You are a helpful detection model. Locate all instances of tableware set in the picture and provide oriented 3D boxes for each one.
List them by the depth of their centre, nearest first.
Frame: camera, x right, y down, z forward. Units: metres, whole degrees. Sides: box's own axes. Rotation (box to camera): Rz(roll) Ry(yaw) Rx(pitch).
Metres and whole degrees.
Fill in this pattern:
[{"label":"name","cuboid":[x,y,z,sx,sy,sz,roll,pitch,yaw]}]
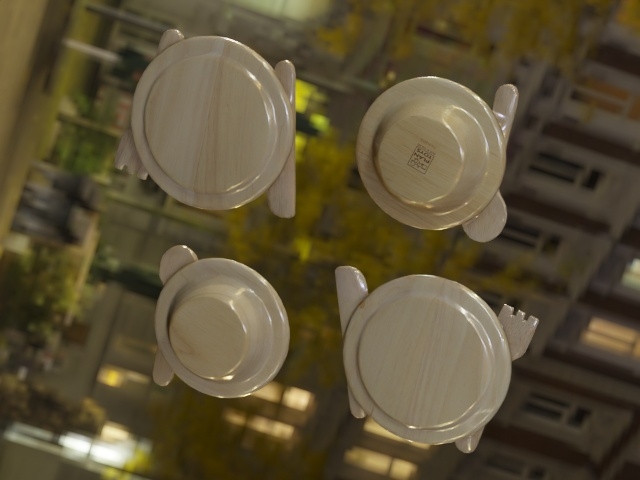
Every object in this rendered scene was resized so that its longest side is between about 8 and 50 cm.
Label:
[{"label":"tableware set","cuboid":[0.000,0.000,0.643,0.020,0.168,0.141,-33,130,-68]}]
